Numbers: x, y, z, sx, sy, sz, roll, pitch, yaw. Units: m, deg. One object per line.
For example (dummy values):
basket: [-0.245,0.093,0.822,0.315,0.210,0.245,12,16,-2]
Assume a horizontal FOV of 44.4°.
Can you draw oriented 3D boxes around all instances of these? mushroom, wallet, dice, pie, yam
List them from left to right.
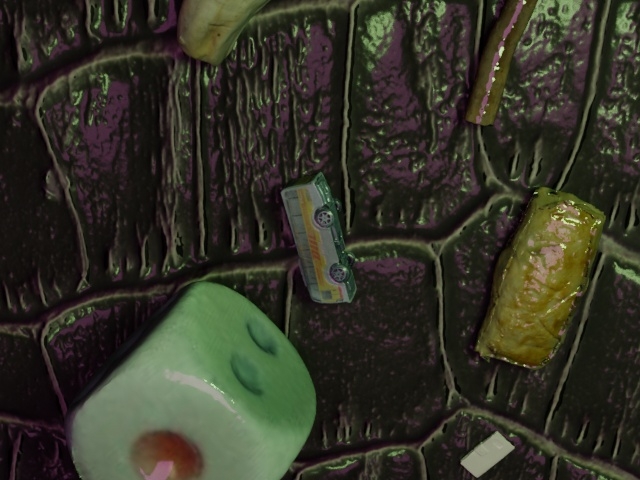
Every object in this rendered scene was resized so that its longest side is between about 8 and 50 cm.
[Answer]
dice: [-0.183,0.240,1.135,0.264,0.262,0.268,44,110,-10]
mushroom: [-0.053,-0.361,1.003,0.351,0.095,0.123,-35,120,18]
wallet: [0.267,0.342,1.253,0.044,0.011,0.083,41,109,-8]
yam: [0.254,-0.309,1.012,0.045,0.045,0.327,4,112,-31]
pie: [0.311,0.068,1.125,0.128,0.068,0.282,15,114,2]

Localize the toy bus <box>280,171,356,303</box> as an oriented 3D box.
toy bus: [0.000,0.000,1.136,0.075,0.064,0.190,-9,108,15]
